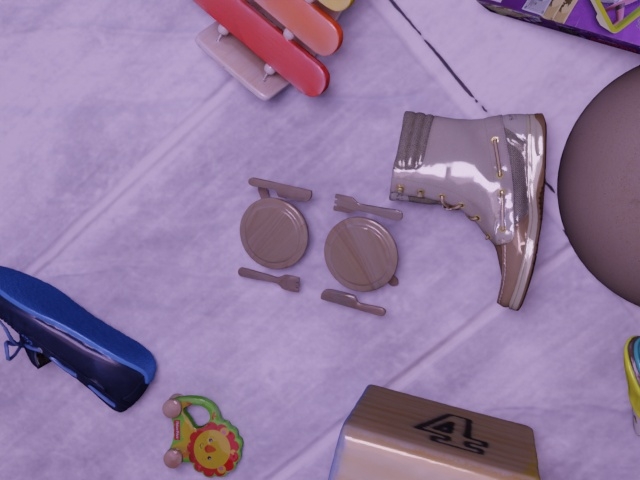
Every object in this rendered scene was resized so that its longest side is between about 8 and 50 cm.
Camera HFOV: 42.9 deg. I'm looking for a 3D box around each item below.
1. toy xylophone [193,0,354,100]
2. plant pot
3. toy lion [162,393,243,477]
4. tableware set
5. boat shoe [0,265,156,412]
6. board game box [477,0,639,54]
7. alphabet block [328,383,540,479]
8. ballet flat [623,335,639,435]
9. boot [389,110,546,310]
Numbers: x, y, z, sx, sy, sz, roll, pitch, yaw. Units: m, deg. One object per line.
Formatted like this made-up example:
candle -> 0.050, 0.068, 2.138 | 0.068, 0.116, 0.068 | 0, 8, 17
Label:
toy xylophone -> -0.043, -0.316, 0.858 | 0.236, 0.081, 0.323 | 35, 131, 12
plant pot -> 0.380, -0.051, 0.782 | 0.284, 0.191, 0.284 | 1, 95, 12
toy lion -> -0.143, 0.241, 1.000 | 0.096, 0.034, 0.100 | -1, 94, 5
tableware set -> 0.000, 0.000, 0.946 | 0.194, 0.039, 0.128 | 14, 109, 16
boat shoe -> -0.330, 0.123, 0.991 | 0.258, 0.109, 0.089 | 33, 104, 10
board game box -> 0.316, -0.372, 0.806 | 0.208, 0.056, 0.347 | 30, 102, 37
alphabet block -> 0.111, 0.283, 0.864 | 0.197, 0.193, 0.192 | 14, 99, 10
ballet flat -> 0.382, 0.205, 0.864 | 0.231, 0.077, 0.077 | 49, 143, 2
boot -> 0.157, -0.035, 0.889 | 0.165, 0.077, 0.213 | 4, 90, 11
